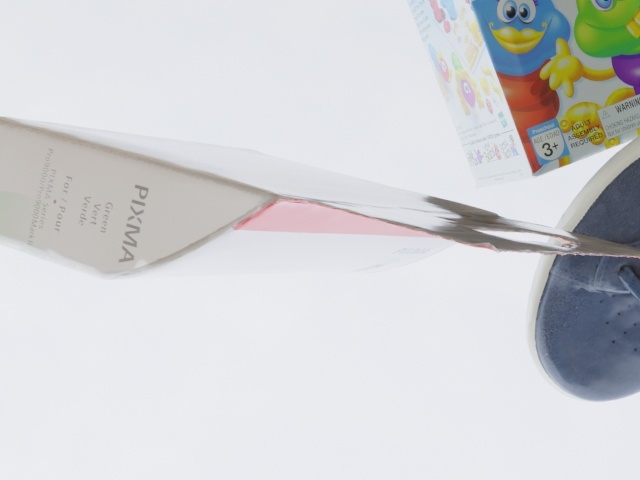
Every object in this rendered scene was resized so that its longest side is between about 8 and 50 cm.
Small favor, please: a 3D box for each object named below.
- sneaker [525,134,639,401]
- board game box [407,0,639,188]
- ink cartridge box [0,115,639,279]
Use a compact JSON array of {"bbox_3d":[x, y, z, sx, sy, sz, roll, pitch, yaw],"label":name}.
[{"bbox_3d":[0.255,-0.019,0.594,0.131,0.350,0.148,39,-162,-16],"label":"sneaker"},{"bbox_3d":[0.149,-0.193,0.814,0.142,0.275,0.144,-21,-177,-8],"label":"board game box"},{"bbox_3d":[0.000,0.000,0.451,0.225,0.056,0.181,18,-171,32],"label":"ink cartridge box"}]
